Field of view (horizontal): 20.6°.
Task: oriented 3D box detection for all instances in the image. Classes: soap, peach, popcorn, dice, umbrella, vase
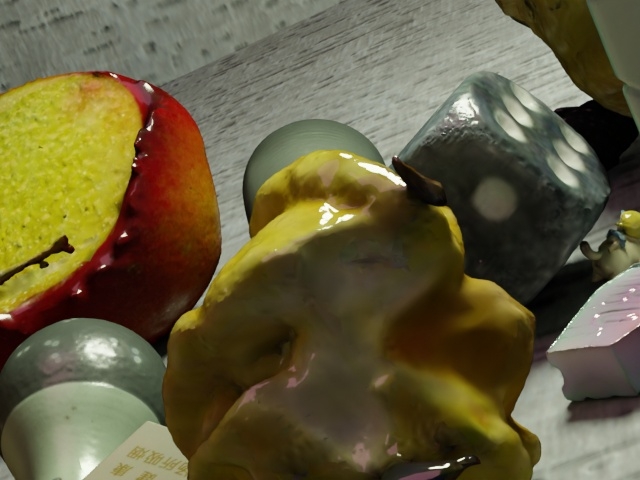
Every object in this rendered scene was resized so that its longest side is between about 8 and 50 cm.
[{"bbox_3d":[0.267,0.070,1.472,0.100,0.056,0.149,-8,26,42],"label":"soap"},{"bbox_3d":[-0.297,-0.001,2.097,0.406,0.310,0.335,-39,55,-2],"label":"peach"},{"bbox_3d":[0.035,0.109,1.377,0.316,0.297,0.281,-62,-4,-22],"label":"popcorn"},{"bbox_3d":[0.154,-0.038,1.660,0.183,0.181,0.182,-50,2,26],"label":"dice"},{"bbox_3d":[0.204,-0.056,1.880,0.326,0.094,0.090,-32,11,-19],"label":"umbrella"},{"bbox_3d":[0.000,0.000,1.927,0.173,0.173,0.321,-24,23,9],"label":"vase"}]

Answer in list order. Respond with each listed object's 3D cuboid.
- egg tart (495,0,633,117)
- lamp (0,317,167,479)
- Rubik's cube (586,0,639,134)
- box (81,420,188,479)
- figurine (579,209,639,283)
[{"bbox_3d":[0.388,-0.222,1.798,0.443,0.178,0.443,7,-10,1],"label":"egg tart"},{"bbox_3d":[-0.218,0.189,1.654,0.182,0.182,0.314,-27,22,0],"label":"lamp"},{"bbox_3d":[0.434,-0.160,1.450,0.319,0.322,0.316,-18,18,23],"label":"Rubik's cube"},{"bbox_3d":[-0.177,0.289,1.399,0.204,0.051,0.365,15,41,35],"label":"box"},{"bbox_3d":[0.284,0.004,1.655,0.083,0.050,0.047,-35,24,-23],"label":"figurine"}]
